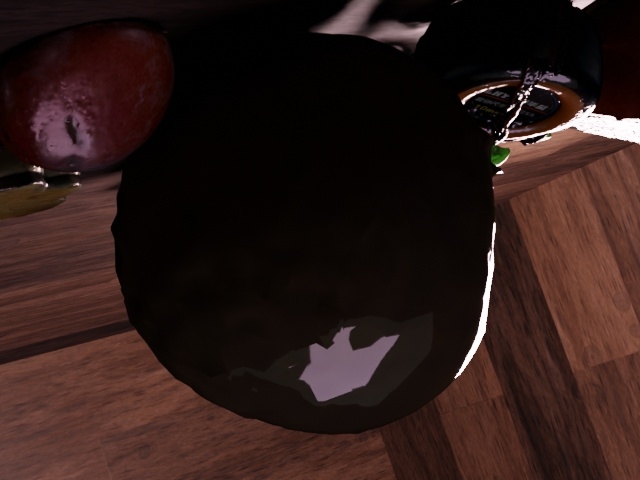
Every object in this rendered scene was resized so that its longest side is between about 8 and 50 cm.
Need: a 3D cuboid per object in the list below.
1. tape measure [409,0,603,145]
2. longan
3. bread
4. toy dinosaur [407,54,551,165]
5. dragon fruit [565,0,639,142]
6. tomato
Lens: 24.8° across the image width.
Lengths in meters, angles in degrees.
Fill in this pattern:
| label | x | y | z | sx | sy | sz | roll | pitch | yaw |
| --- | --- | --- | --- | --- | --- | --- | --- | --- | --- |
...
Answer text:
| label | x | y | z | sx | sy | sz | roll | pitch | yaw |
| --- | --- | --- | --- | --- | --- | --- | --- | --- | --- |
| tape measure | 0.208 | -0.191 | 1.615 | 0.202 | 0.135 | 0.223 | 12 | 158 | -25 |
| longan | 0.002 | -0.008 | 1.478 | 0.404 | 0.404 | 0.436 | -22 | 159 | 22 |
| bread | -0.365 | -0.054 | 1.519 | 0.207 | 0.056 | 0.286 | -20 | 175 | 39 |
| toy dinosaur | 0.092 | -0.156 | 1.938 | 0.374 | 0.144 | 0.500 | -23 | 158 | 40 |
| dragon fruit | 0.429 | -0.227 | 1.758 | 0.305 | 0.226 | 0.305 | 11 | -177 | -1 |
| tomato | -0.205 | -0.115 | 1.288 | 0.173 | 0.099 | 0.189 | -15 | 171 | -20 |
